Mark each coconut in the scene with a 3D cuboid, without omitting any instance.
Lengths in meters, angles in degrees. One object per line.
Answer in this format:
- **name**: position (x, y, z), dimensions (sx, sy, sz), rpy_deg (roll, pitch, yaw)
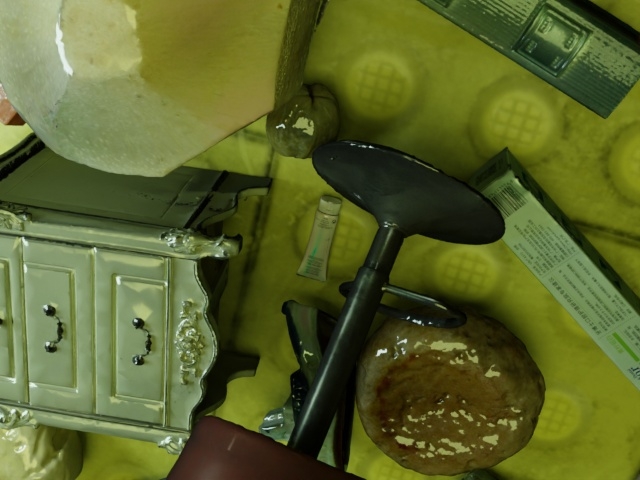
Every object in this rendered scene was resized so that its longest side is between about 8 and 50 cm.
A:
- **coconut**: position (-0.159, -0.230, 0.900), dimensions (0.352, 0.352, 0.353), rpy_deg (4, 114, 8)

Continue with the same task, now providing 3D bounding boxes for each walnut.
- **walnut**: position (-0.019, -0.134, 1.062), dimensions (0.092, 0.092, 0.092), rpy_deg (4, 114, 8)

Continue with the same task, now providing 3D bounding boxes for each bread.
- **bread**: position (0.152, 0.176, 1.149), dimensions (0.230, 0.123, 0.230), rpy_deg (3, 117, 7)

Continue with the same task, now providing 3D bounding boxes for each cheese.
- **cheese**: position (-0.444, 0.286, 1.303), dimensions (0.226, 0.117, 0.214), rpy_deg (-29, 101, 24)

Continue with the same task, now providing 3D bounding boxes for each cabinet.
- **cabinet**: position (-0.235, 0.064, 1.104), dimensions (0.318, 0.227, 0.290), rpy_deg (9, 114, 6)

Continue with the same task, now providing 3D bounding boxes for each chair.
- **chair**: position (0.016, 0.122, 0.967), dimensions (0.226, 0.226, 0.401), rpy_deg (25, 75, -2)

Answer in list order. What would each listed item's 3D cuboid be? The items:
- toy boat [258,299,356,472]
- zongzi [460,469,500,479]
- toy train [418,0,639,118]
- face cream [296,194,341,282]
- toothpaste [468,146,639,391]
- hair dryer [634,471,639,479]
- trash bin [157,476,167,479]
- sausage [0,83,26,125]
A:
- **toy boat**: position (-0.019, 0.195, 1.190), dimensions (0.115, 0.114, 0.262), rpy_deg (7, 114, 11)
- **zongzi**: position (0.232, 0.386, 1.252), dimensions (0.154, 0.062, 0.130), rpy_deg (36, 119, 12)
- **toy train**: position (0.149, -0.270, 0.970), dimensions (0.409, 0.089, 0.086), rpy_deg (31, 120, -6)
- **face cream**: position (0.000, 0.000, 1.150), dimensions (0.038, 0.020, 0.115), rpy_deg (15, 117, 1)
- **toothpaste**: position (0.300, 0.044, 1.087), dimensions (0.067, 0.081, 0.336), rpy_deg (-39, 103, 22)
- **hair dryer**: position (0.426, 0.354, 1.231), dimensions (0.195, 0.054, 0.220), rpy_deg (33, 108, -7)
- **trash bin**: position (-0.184, 0.387, 1.272), dimensions (0.236, 0.177, 0.101), rpy_deg (-24, 108, 14)
- **sausage**: position (-0.318, -0.204, 1.088), dimensions (0.065, 0.065, 0.169), rpy_deg (44, 115, -11)
